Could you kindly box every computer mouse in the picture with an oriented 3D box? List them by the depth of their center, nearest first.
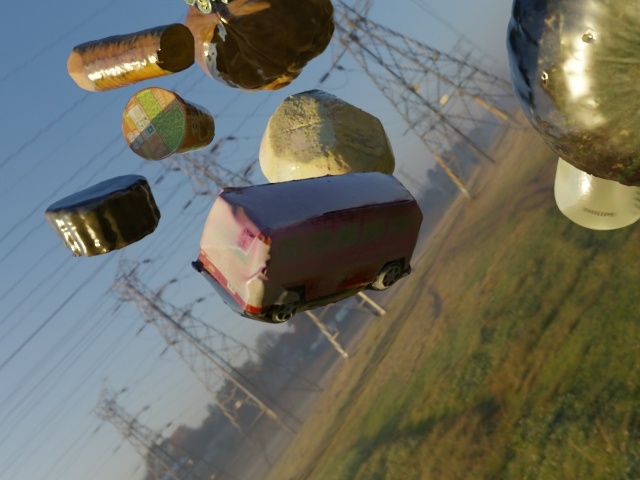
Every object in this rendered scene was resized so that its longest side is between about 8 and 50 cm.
[{"bbox_3d":[0.584,-0.161,1.423,0.095,0.197,0.330,-64,-24,-52],"label":"computer mouse"}]

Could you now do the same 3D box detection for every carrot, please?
[{"bbox_3d":[-0.410,-0.386,1.507,0.302,0.114,0.114,-2,24,30],"label":"carrot"}]

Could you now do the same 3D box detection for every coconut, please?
[{"bbox_3d":[0.013,-0.147,1.251,0.197,0.237,0.237,-63,-4,-8],"label":"coconut"}]

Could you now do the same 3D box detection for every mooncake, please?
[{"bbox_3d":[-0.455,-0.053,1.499,0.228,0.124,0.228,-16,20,6],"label":"mooncake"}]

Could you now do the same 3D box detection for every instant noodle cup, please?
[{"bbox_3d":[-0.335,-0.266,1.633,0.168,0.168,0.185,-53,-11,17],"label":"instant noodle cup"}]

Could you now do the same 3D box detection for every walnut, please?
[{"bbox_3d":[-0.151,-0.540,1.741,0.354,0.308,0.398,-46,-7,20],"label":"walnut"}]

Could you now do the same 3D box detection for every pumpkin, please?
[{"bbox_3d":[0.454,-0.267,0.858,0.454,0.455,0.344,-56,6,42],"label":"pumpkin"}]

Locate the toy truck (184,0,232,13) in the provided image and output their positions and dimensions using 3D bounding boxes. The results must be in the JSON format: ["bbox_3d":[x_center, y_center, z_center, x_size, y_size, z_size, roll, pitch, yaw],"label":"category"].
[{"bbox_3d":[-0.184,-0.410,1.025,0.077,0.169,0.100,-39,-26,-34],"label":"toy truck"}]

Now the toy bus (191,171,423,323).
[{"bbox_3d":[0.000,0.000,0.883,0.303,0.127,0.147,-13,-50,-39],"label":"toy bus"}]
